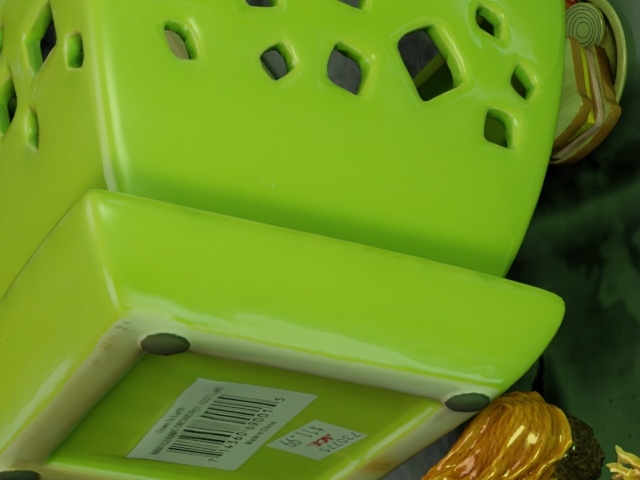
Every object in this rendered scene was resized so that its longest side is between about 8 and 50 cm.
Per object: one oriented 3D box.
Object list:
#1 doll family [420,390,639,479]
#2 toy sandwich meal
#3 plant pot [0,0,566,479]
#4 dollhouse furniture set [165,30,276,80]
[{"bbox_3d":[0.103,0.148,0.559,0.263,0.118,0.163,28,108,55],"label":"doll family"},{"bbox_3d":[0.104,-0.074,0.670,0.085,0.029,0.086,-12,75,55],"label":"toy sandwich meal"},{"bbox_3d":[-0.038,-0.011,0.627,0.228,0.227,0.207,-44,40,50],"label":"plant pot"},{"bbox_3d":[-0.254,-0.040,0.876,0.362,0.394,0.256,55,129,44],"label":"dollhouse furniture set"}]
